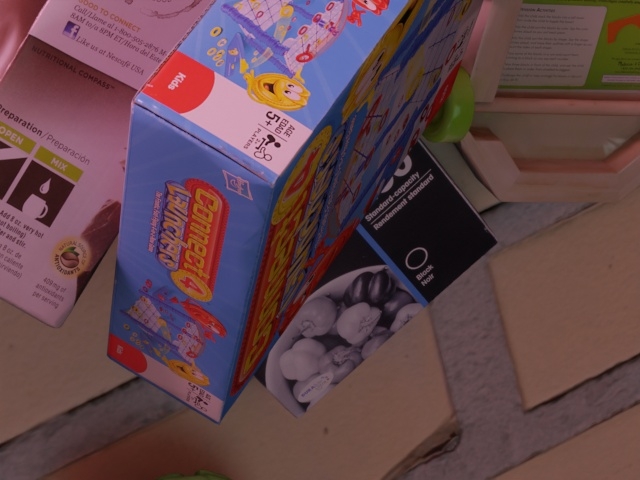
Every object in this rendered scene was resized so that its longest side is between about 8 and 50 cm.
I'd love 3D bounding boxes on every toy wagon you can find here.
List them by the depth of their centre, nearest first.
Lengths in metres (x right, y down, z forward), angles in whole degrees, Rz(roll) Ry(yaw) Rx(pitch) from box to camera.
[{"bbox_3d":[0.214,-0.186,1.410,0.267,0.068,0.344,-1,119,-29],"label":"toy wagon"}]

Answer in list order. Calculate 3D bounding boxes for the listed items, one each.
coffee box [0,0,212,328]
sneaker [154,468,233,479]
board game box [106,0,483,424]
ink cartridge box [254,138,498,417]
[{"bbox_3d":[-0.148,-0.121,1.143,0.119,0.168,0.297,32,88,-35],"label":"coffee box"},{"bbox_3d":[-0.086,0.375,1.515,0.185,0.202,0.482,-18,127,-19],"label":"sneaker"},{"bbox_3d":[-0.002,-0.084,1.168,0.302,0.086,0.308,-55,171,-27],"label":"board game box"},{"bbox_3d":[0.000,0.000,1.427,0.206,0.045,0.208,-41,129,1],"label":"ink cartridge box"}]
